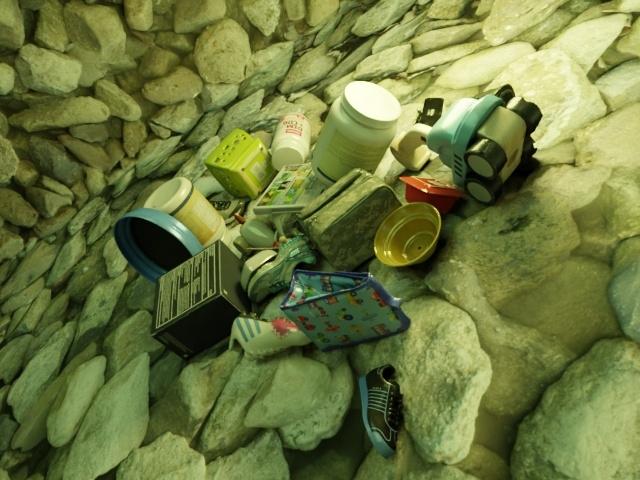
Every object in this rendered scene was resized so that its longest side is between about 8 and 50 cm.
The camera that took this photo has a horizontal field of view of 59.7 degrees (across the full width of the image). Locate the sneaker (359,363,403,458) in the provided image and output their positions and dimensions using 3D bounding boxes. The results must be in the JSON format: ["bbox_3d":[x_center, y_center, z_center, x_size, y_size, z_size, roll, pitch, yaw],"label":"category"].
[{"bbox_3d":[0.152,0.389,1.304,0.090,0.081,0.232,-36,33,18],"label":"sneaker"}]

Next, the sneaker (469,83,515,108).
[{"bbox_3d":[0.513,-0.428,1.841,0.286,0.109,0.130,-25,15,-27],"label":"sneaker"}]

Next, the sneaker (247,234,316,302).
[{"bbox_3d":[-0.128,0.119,1.842,0.283,0.110,0.122,-48,68,15],"label":"sneaker"}]

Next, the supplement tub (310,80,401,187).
[{"bbox_3d":[0.119,-0.351,1.910,0.325,0.235,0.235,118,168,-46],"label":"supplement tub"}]

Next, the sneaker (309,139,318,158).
[{"bbox_3d":[0.115,-0.398,2.174,0.366,0.135,0.150,-2,52,40],"label":"sneaker"}]

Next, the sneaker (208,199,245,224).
[{"bbox_3d":[-0.444,-0.129,2.412,0.272,0.108,0.100,-13,41,31],"label":"sneaker"}]

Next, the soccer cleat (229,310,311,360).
[{"bbox_3d":[-0.152,0.303,1.675,0.331,0.116,0.143,0,67,46],"label":"soccer cleat"}]

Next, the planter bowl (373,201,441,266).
[{"bbox_3d":[0.269,0.003,1.612,0.217,0.090,0.217,-26,43,26],"label":"planter bowl"}]

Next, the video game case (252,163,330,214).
[{"bbox_3d":[-0.056,-0.200,2.075,0.300,0.036,0.329,-1,35,23],"label":"video game case"}]

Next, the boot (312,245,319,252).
[{"bbox_3d":[0.000,0.000,1.915,0.118,0.042,0.087,15,64,50],"label":"boot"}]

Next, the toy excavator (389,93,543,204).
[{"bbox_3d":[0.399,-0.301,1.694,0.445,0.433,0.222,36,77,26],"label":"toy excavator"}]

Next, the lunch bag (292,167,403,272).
[{"bbox_3d":[0.083,-0.079,1.772,0.305,0.212,0.256,-39,35,-1],"label":"lunch bag"}]

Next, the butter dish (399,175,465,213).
[{"bbox_3d":[0.326,-0.121,1.688,0.160,0.160,0.118,39,123,54],"label":"butter dish"}]

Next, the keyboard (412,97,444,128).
[{"bbox_3d":[0.404,-0.465,2.082,0.100,0.038,0.192,6,50,17],"label":"keyboard"}]

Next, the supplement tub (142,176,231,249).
[{"bbox_3d":[-0.529,-0.072,2.238,0.228,0.316,0.228,-25,36,19],"label":"supplement tub"}]

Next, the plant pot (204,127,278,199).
[{"bbox_3d":[-0.324,-0.321,2.422,0.207,0.228,0.227,23,67,44],"label":"plant pot"}]

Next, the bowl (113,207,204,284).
[{"bbox_3d":[-0.607,0.037,2.136,0.391,0.391,0.077,-8,36,37],"label":"bowl"}]

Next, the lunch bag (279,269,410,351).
[{"bbox_3d":[0.080,0.180,1.479,0.293,0.221,0.138,-9,44,36],"label":"lunch bag"}]

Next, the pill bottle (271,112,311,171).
[{"bbox_3d":[-0.125,-0.412,2.372,0.160,0.160,0.283,-24,34,21],"label":"pill bottle"}]

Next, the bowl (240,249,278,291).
[{"bbox_3d":[-0.216,0.097,1.903,0.053,0.142,0.142,41,51,17],"label":"bowl"}]

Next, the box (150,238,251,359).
[{"bbox_3d":[-0.409,0.204,1.939,0.294,0.183,0.296,-31,37,14],"label":"box"}]

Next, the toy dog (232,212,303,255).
[{"bbox_3d":[-0.210,-0.032,2.039,0.334,0.161,0.220,-7,46,38],"label":"toy dog"}]
